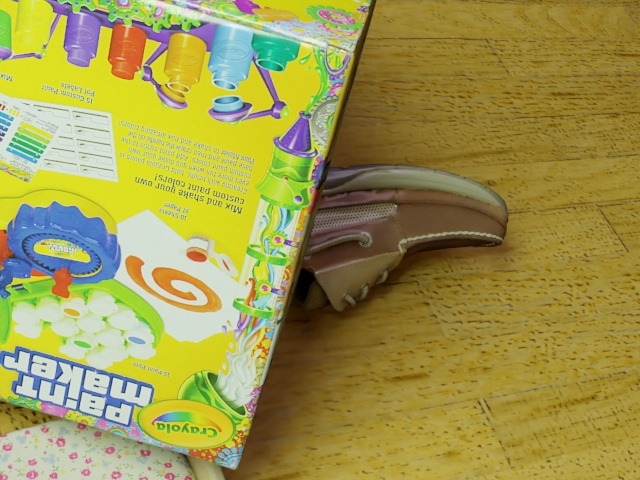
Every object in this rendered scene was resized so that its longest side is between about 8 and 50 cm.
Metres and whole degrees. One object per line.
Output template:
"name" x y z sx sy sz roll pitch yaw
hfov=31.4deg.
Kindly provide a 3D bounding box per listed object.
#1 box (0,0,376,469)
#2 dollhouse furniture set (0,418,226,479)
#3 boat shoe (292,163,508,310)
"box" -0.143 -0.053 0.695 0.290 0.279 0.177 17 27 0
"dollhouse furniture set" -0.080 0.151 0.684 0.303 0.173 0.355 -10 55 -32
"boat shoe" 0.000 0.000 0.914 0.325 0.123 0.116 1 84 -20
